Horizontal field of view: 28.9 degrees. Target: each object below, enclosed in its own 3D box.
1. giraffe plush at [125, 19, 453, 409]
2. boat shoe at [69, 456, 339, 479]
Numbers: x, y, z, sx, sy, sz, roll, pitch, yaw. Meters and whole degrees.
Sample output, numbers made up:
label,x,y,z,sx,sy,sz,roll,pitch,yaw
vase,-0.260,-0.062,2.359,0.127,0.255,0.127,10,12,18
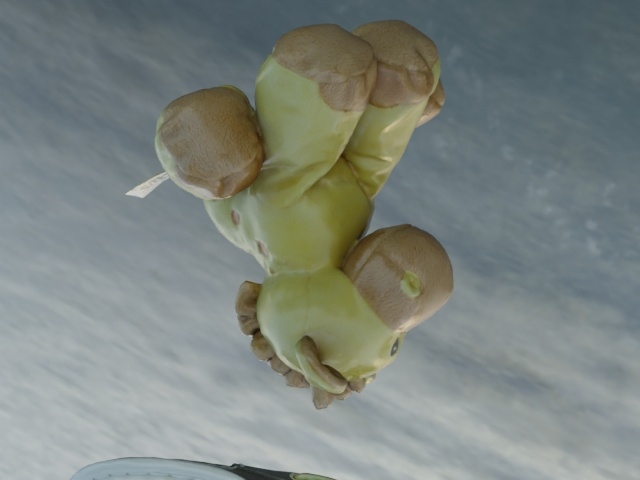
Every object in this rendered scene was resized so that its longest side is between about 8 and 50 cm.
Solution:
label,x,y,z,sx,sy,sz,roll,pitch,yaw
giraffe plush,0.000,0.000,0.689,0.210,0.181,0.170,-33,77,37
boat shoe,-0.018,0.206,0.814,0.305,0.109,0.091,16,-172,-1
